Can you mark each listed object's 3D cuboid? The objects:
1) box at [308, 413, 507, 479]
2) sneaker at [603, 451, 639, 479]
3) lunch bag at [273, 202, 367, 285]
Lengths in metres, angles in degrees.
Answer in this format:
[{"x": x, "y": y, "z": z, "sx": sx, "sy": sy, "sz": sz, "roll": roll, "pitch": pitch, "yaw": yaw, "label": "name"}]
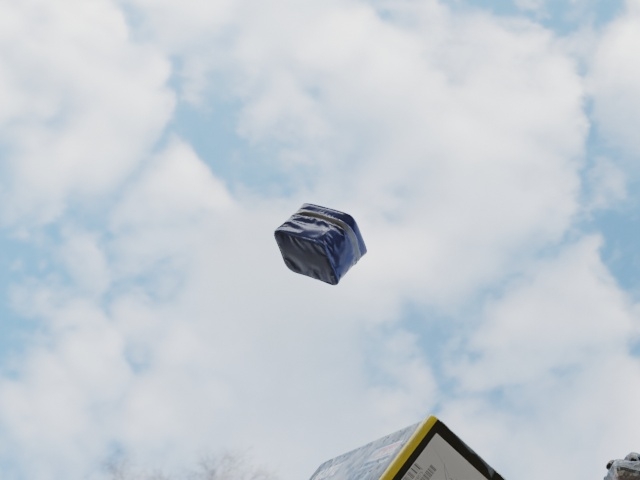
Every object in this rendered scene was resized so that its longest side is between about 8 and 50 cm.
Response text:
[{"x": -0.015, "y": 0.271, "z": 0.651, "sx": 0.079, "sy": 0.257, "sz": 0.322, "roll": 40, "pitch": -23, "yaw": 3, "label": "box"}, {"x": 0.352, "y": 0.321, "z": 0.982, "sx": 0.097, "sy": 0.135, "sz": 0.276, "roll": 21, "pitch": -44, "yaw": -4, "label": "sneaker"}, {"x": 0.000, "y": 0.000, "z": 0.979, "sx": 0.098, "sy": 0.065, "sz": 0.067, "roll": 18, "pitch": -41, "yaw": 40, "label": "lunch bag"}]
